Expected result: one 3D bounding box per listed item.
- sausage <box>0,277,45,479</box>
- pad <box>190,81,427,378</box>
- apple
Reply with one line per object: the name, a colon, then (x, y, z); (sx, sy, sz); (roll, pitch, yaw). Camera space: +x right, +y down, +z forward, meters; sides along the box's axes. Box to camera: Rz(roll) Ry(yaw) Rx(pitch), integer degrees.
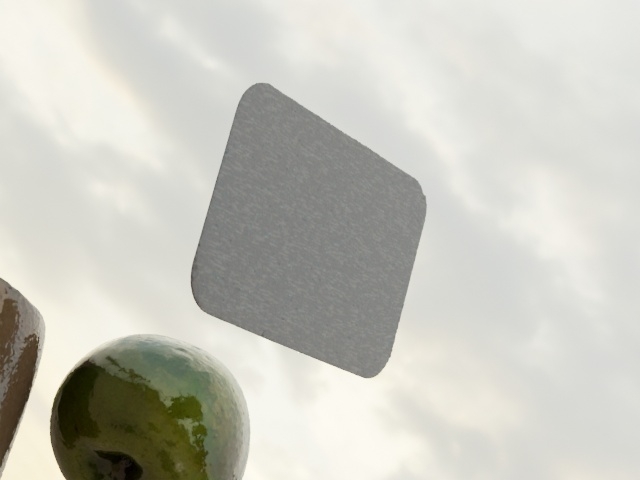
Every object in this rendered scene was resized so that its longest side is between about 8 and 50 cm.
sausage: (-0.329, 0.160, 1.254); (0.123, 0.252, 0.123); (16, -20, 6)
pad: (0.000, 0.000, 1.087); (0.002, 0.176, 0.266); (7, -13, 37)
apple: (-0.155, 0.179, 1.314); (0.196, 0.157, 0.196); (9, -63, 18)
